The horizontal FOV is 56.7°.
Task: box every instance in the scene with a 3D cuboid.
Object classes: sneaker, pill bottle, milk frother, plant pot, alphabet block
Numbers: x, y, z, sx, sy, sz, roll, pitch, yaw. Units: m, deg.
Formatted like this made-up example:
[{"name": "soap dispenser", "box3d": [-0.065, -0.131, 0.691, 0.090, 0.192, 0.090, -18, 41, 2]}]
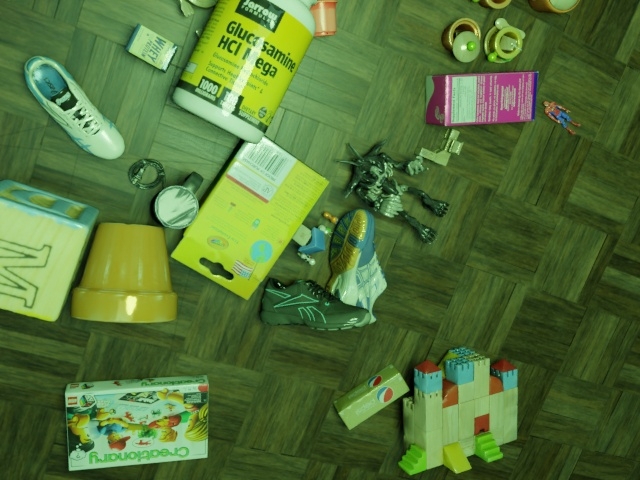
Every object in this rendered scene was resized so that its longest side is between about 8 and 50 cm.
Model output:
[{"name": "sneaker", "box3d": [-0.017, 0.140, 1.303, 0.268, 0.101, 0.106, 2, 88, 25]}, {"name": "pill bottle", "box3d": [-0.126, -0.367, 1.116, 0.188, 0.188, 0.333, 25, 95, -19]}, {"name": "milk frother", "box3d": [-0.319, -0.096, 1.195, 0.143, 0.135, 0.129, 18, 85, -20]}, {"name": "plant pot", "box3d": [-0.390, 0.062, 1.199, 0.205, 0.205, 0.187, 4, 87, -15]}, {"name": "sneaker", "box3d": [-0.476, -0.249, 1.145, 0.085, 0.086, 0.237, -41, 111, -3]}, {"name": "sneaker", "box3d": [0.093, 0.064, 1.367, 0.131, 0.112, 0.296, 1, 115, -24]}, {"name": "alphabet block", "box3d": [-0.558, 0.014, 1.137, 0.194, 0.192, 0.197, 20, 97, -16]}]

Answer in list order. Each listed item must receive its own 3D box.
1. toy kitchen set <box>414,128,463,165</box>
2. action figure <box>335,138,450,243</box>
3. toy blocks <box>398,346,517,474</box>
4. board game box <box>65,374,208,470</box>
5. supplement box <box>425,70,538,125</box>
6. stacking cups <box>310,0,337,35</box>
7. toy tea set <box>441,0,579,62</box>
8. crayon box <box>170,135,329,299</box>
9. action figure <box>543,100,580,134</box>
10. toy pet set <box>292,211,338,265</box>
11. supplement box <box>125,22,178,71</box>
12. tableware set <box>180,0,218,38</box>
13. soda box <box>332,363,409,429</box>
[{"name": "toy kitchen set", "box3d": [0.273, -0.220, 1.353, 0.075, 0.068, 0.083, 18, 98, -18]}, {"name": "action figure", "box3d": [0.169, -0.118, 1.315, 0.276, 0.141, 0.164, 35, 82, -20]}, {"name": "toy blocks", "box3d": [0.352, 0.393, 1.481, 0.382, 0.191, 0.260, -6, 100, -27]}, {"name": "board game box", "box3d": [-0.410, 0.410, 1.346, 0.306, 0.053, 0.192, -1, 104, -14]}, {"name": "supplement box", "box3d": [0.356, -0.319, 1.326, 0.220, 0.111, 0.113, -4, 106, -13]}, {"name": "stacking cups", "box3d": [-0.003, -0.575, 1.187, 0.096, 0.096, 0.315, -10, 110, -12]}, {"name": "toy tea set", "box3d": [0.424, -0.506, 1.288, 0.200, 0.124, 0.336, 39, 92, -20]}, {"name": "crayon box", "box3d": [-0.155, -0.057, 1.278, 0.202, 0.081, 0.318, 34, 93, -19]}, {"name": "action figure", "box3d": [0.580, -0.302, 1.433, 0.115, 0.030, 0.038, 31, 100, -17]}, {"name": "toy pet set", "box3d": [0.000, 0.000, 1.311, 0.122, 0.065, 0.114, -56, 148, 5]}, {"name": "supplement box", "box3d": [-0.326, -0.371, 1.152, 0.083, 0.083, 0.056, 26, 96, -19]}, {"name": "tableware set", "box3d": [-0.211, -0.458, 1.185, 0.128, 0.039, 0.194, -36, 116, -16]}, {"name": "soda box", "box3d": [0.125, 0.388, 1.476, 0.181, 0.058, 0.061, -32, 110, -5]}]
